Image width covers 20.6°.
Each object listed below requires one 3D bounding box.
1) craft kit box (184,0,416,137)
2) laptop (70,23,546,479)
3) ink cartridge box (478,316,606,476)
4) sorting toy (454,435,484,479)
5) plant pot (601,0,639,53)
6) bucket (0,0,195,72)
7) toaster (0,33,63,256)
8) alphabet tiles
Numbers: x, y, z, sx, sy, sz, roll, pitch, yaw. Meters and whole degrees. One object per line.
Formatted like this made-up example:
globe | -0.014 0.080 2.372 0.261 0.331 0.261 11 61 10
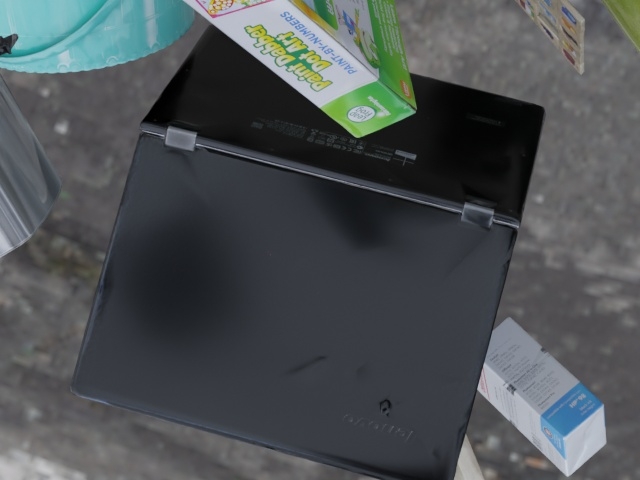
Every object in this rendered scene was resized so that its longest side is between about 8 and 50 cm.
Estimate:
craft kit box | -0.035 -0.225 1.150 0.061 0.250 0.246 -25 148 25
laptop | 0.000 0.000 1.792 0.382 0.408 0.236 15 122 5
ink cartridge box | 0.219 0.154 1.865 0.180 0.060 0.104 44 166 28
sorting toy | 0.051 0.172 2.078 0.255 0.089 0.257 27 145 56
plant pot | 0.458 -0.295 2.059 0.275 0.275 0.293 -9 113 44
bucket | -0.259 -0.301 1.813 0.281 0.281 0.183 6 121 23
toaster | -0.265 -0.035 1.166 0.185 0.168 0.110 -29 105 7
alphabet tiles | 0.232 -0.294 1.980 0.198 0.009 0.237 51 179 14
